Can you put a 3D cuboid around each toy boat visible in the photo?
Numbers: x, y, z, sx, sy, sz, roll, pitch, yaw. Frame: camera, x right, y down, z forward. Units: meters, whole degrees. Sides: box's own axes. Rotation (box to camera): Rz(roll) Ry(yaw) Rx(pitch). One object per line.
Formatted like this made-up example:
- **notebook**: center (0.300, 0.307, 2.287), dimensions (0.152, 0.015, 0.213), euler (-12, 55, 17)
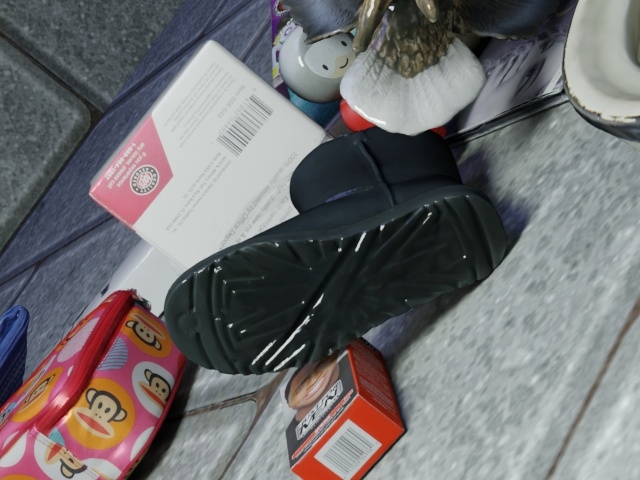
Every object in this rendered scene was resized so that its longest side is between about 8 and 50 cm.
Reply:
- **toy boat**: center (0.047, -0.167, 1.533), dimensions (0.267, 0.148, 0.318), euler (-50, 9, 21)

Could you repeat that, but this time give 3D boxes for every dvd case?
- **dvd case**: center (0.176, -0.155, 1.420), dimensions (0.164, 0.018, 0.221), euler (-56, 15, -20)

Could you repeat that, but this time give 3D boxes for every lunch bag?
- **lunch bag**: center (-0.245, 0.187, 1.683), dimensions (0.293, 0.120, 0.258), euler (-46, 10, 26)

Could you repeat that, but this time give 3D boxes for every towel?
- **towel**: center (-0.382, 0.240, 1.856), dimensions (0.336, 0.040, 0.243), euler (109, -173, -51)

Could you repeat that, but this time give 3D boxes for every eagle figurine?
- **eagle figurine**: center (0.073, -0.224, 1.343), dimensions (0.225, 0.226, 0.298), euler (-44, 1, 10)

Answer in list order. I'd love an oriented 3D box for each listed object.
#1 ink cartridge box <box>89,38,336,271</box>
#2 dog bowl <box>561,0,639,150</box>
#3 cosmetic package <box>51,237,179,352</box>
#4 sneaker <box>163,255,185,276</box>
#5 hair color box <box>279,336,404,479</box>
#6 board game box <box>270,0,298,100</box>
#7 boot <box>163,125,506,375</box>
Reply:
- **ink cartridge box**: center (-0.054, -0.034, 1.420), dimensions (0.158, 0.218, 0.092), euler (-51, 10, 0)
- **dog bowl**: center (0.302, -0.165, 0.796), dimensions (0.408, 0.150, 0.408), euler (-46, 15, 16)
- **cosmetic package**: center (-0.208, 0.060, 1.978), dimensions (0.239, 0.060, 0.099), euler (-50, 15, 5)
- **sneaker**: center (-0.064, -0.078, 1.807), dimensions (0.161, 0.102, 0.282), euler (-35, 21, 39)
- **hair color box**: center (0.012, 0.114, 1.205), dimensions (0.072, 0.043, 0.141), euler (-49, 14, 10)
- **board game box**: center (0.090, -0.296, 1.758), dimensions (0.347, 0.056, 0.208), euler (-34, 34, 27)
- **boot**: center (0.000, 0.000, 1.281), dimensions (0.246, 0.094, 0.207), euler (-20, 19, -4)
